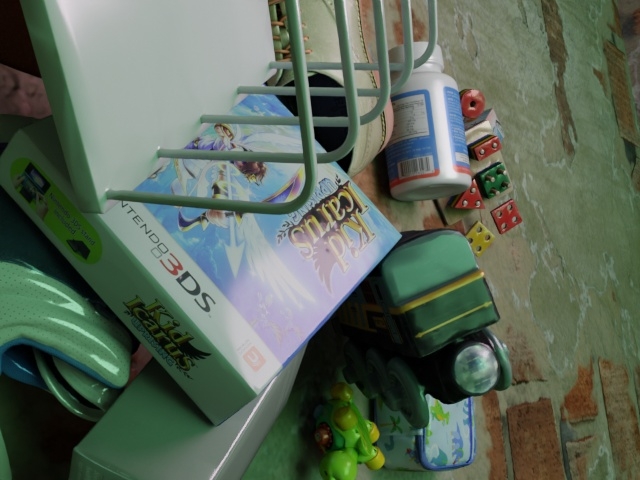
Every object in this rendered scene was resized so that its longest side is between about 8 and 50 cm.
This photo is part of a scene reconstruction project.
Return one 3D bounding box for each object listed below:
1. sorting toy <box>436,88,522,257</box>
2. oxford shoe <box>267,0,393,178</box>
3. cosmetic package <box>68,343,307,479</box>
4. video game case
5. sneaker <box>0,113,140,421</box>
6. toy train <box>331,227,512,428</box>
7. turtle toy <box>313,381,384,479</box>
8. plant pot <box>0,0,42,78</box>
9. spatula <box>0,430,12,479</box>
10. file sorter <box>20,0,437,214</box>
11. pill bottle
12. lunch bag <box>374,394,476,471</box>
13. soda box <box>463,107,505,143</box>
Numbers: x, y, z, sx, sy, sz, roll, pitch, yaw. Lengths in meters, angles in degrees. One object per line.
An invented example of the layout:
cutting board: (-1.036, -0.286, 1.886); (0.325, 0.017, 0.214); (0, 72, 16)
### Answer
sorting toy: (0.251, -0.100, 1.314); (0.132, 0.046, 0.275); (-28, 111, -9)
oxford shoe: (-0.019, -0.258, 0.970); (0.397, 0.140, 0.146); (62, 27, -19)
cosmetic package: (-0.099, 0.148, 0.649); (0.238, 0.107, 0.127); (-49, 162, -55)
video game case: (-0.078, -0.026, 0.655); (0.244, 0.061, 0.269); (49, 38, -1)
sneaker: (-0.165, 0.040, 0.685); (0.322, 0.130, 0.236); (12, 61, -46)
toy train: (0.093, 0.085, 0.900); (0.142, 0.334, 0.190); (-21, 93, -13)
turtle toy: (0.027, 0.236, 0.943); (0.095, 0.066, 0.130); (58, 10, -23)
plant pot: (-0.221, -0.290, 0.610); (0.267, 0.235, 0.267); (75, 30, -41)
spatula: (-0.290, 0.243, 0.570); (0.168, 0.019, 0.242); (-9, 86, -55)
file sorter: (-0.039, -0.161, 0.549); (0.278, 0.173, 0.193); (-53, 143, -52)
pill bottle: (0.153, -0.179, 1.210); (0.124, 0.124, 0.222); (7, 74, -52)
lunch bag: (0.149, 0.208, 1.115); (0.176, 0.090, 0.219); (23, 62, -53)
soda box: (0.269, -0.162, 1.417); (0.063, 0.058, 0.183); (60, 40, -21)
